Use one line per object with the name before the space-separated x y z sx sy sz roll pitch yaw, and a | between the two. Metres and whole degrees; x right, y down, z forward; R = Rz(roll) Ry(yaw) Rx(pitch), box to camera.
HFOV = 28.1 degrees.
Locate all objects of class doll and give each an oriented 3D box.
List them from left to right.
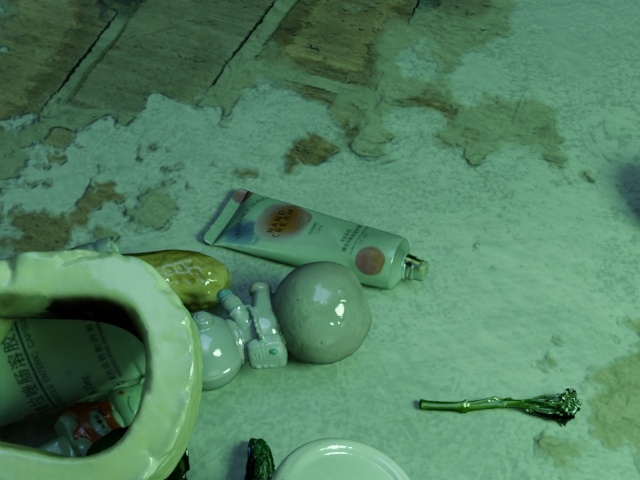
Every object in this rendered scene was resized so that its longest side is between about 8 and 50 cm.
doll | -0.076 0.126 1.741 0.287 0.151 0.151 -19 51 -13

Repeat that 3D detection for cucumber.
cucumber | -0.079 0.352 1.598 0.044 0.043 0.256 5 47 -5

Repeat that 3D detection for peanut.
peanut | -0.238 0.067 1.812 0.226 0.095 0.108 -7 45 -12

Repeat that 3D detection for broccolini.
broccolini | 0.244 0.219 1.735 0.218 0.042 0.044 4 47 3

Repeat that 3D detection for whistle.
whistle | -0.284 0.252 1.642 0.253 0.106 0.102 -25 32 -23

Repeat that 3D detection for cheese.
cheese | -0.306 0.159 1.472 0.332 0.153 0.292 4 76 -1

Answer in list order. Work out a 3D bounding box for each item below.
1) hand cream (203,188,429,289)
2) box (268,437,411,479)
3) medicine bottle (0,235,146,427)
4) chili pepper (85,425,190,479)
hand cream | 0.000 0.000 1.906 0.341 0.078 0.124 16 50 18
box | 0.002 0.368 1.443 0.262 0.206 0.291 6 46 -17
medicine bottle | -0.393 0.134 1.650 0.332 0.190 0.190 -20 51 -5
chili pepper | -0.246 0.346 1.549 0.148 0.116 0.264 17 64 6
